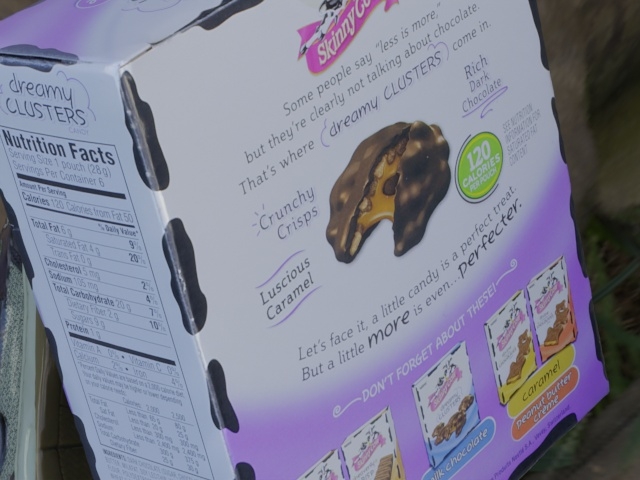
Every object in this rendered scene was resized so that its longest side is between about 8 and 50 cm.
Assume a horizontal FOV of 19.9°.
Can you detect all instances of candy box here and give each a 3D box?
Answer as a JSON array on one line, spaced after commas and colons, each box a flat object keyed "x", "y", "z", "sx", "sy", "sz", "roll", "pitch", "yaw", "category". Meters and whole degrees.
[{"x": 0.000, "y": 0.000, "z": 0.542, "sx": 0.165, "sy": 0.070, "sz": 0.196, "roll": -36, "pitch": 123, "yaw": -38, "category": "candy box"}]

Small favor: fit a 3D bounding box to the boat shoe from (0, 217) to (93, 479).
[{"x": -0.102, "y": 0.030, "z": 0.713, "sx": 0.073, "sy": 0.080, "sz": 0.223, "roll": -28, "pitch": 49, "yaw": 33, "category": "boat shoe"}]
